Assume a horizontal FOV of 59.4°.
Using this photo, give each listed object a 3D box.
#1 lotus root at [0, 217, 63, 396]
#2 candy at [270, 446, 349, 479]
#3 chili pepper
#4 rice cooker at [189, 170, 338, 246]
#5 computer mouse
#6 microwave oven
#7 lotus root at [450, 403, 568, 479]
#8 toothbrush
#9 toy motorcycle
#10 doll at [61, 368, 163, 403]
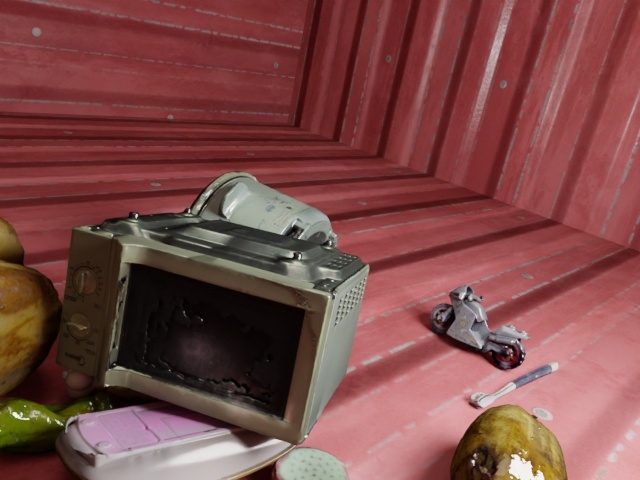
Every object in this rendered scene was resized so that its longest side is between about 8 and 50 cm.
[{"bbox_3d":[-0.491,0.067,0.740,0.316,0.316,0.250,16,8,13],"label":"lotus root"},{"bbox_3d":[-0.014,0.308,0.713,0.103,0.043,0.103,8,18,-3],"label":"candy"},{"bbox_3d":[-0.365,0.226,0.697,0.203,0.073,0.072,8,4,-40],"label":"chili pepper"},{"bbox_3d":[-0.138,0.008,1.140,0.316,0.317,0.264,22,62,27],"label":"rice cooker"},{"bbox_3d":[-0.165,0.251,0.712,0.310,0.072,0.158,0,8,-39],"label":"computer mouse"},{"bbox_3d":[-0.135,0.086,0.798,0.354,0.219,0.286,13,11,14],"label":"microwave oven"},{"bbox_3d":[0.246,0.310,0.733,0.145,0.129,0.260,28,25,15],"label":"lotus root"},{"bbox_3d":[0.376,0.271,1.067,0.288,0.024,0.026,-7,13,-40],"label":"toothbrush"},{"bbox_3d":[0.334,0.172,1.163,0.215,0.123,0.080,27,10,36],"label":"toy motorcycle"},{"bbox_3d":[-0.288,0.201,0.810,0.162,0.062,0.106,10,-10,-10],"label":"doll"}]
